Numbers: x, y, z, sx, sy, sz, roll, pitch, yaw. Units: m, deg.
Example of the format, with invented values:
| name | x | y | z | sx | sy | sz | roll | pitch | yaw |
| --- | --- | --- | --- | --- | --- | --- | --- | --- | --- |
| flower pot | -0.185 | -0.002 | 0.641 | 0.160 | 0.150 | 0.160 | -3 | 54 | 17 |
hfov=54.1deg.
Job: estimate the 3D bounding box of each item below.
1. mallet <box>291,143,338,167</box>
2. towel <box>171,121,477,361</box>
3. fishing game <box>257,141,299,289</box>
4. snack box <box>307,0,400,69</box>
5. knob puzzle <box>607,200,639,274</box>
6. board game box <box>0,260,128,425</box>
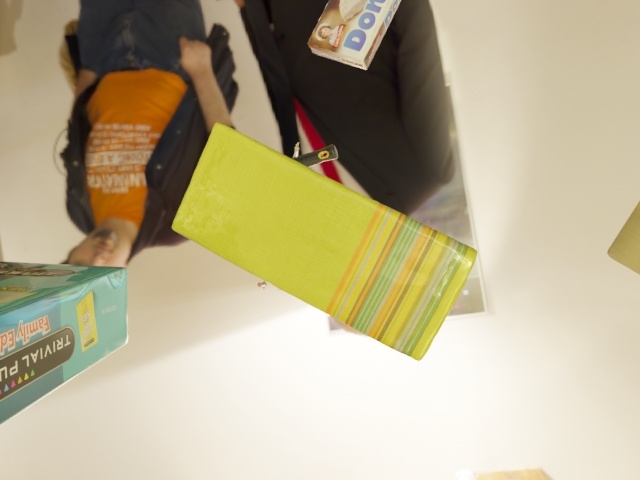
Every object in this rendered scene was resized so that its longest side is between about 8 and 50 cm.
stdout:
| name | x | y | z | sx | sy | sz | roll | pitch | yaw |
| --- | --- | --- | --- | --- | --- | --- | --- | --- | --- |
| mallet | -0.072 | -0.093 | 0.792 | 0.190 | 0.062 | 0.039 | -23 | -177 | 18 |
| towel | 0.000 | 0.000 | 0.511 | 0.237 | 0.102 | 0.021 | 27 | -169 | 6 |
| fishing game | -0.067 | -0.037 | 1.149 | 0.041 | 0.264 | 0.189 | 14 | 175 | -2 |
| snack box | 0.054 | -0.260 | 0.629 | 0.064 | 0.178 | 0.022 | 23 | 172 | 19 |
| knob puzzle | 0.290 | -0.016 | 0.341 | 0.030 | 0.213 | 0.213 | 13 | 164 | -41 |
| board game box | -0.324 | 0.077 | 0.432 | 0.254 | 0.079 | 0.336 | 2 | -173 | 7 |
